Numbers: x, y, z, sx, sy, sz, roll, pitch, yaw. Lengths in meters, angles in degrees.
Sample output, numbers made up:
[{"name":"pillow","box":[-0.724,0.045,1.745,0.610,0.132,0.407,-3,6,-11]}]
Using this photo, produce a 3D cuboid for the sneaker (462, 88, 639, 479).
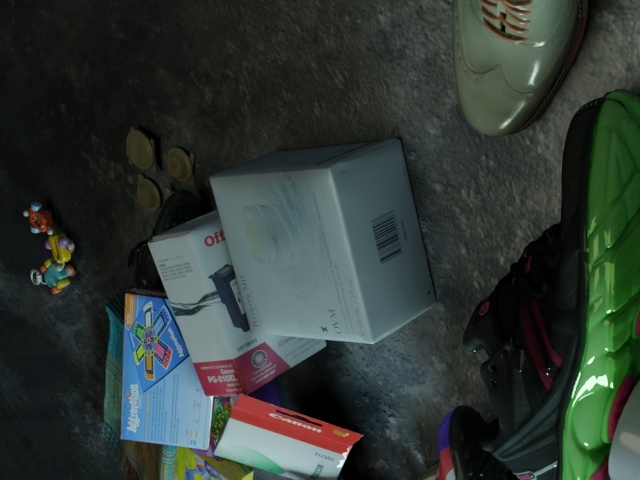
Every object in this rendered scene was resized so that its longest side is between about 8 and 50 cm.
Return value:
[{"name":"sneaker","box":[0.245,0.076,1.017,0.202,0.185,0.482,23,122,33]}]

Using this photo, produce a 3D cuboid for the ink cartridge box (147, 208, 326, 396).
[{"name":"ink cartridge box","box":[-0.114,0.075,1.370,0.100,0.172,0.237,-11,101,45]}]

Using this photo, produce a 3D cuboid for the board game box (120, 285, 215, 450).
[{"name":"board game box","box":[-0.232,0.202,1.505,0.145,0.027,0.281,7,119,-2]}]

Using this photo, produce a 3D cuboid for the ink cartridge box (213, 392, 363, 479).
[{"name":"ink cartridge box","box":[-0.050,0.289,1.381,0.181,0.056,0.224,19,158,-3]}]

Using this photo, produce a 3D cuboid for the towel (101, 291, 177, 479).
[{"name":"towel","box":[-0.326,0.313,1.738,0.271,0.040,0.370,48,139,40]}]

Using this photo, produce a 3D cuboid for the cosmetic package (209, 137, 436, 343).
[{"name":"cosmetic package","box":[0.000,0.000,1.251,0.225,0.138,0.224,-1,108,46]}]

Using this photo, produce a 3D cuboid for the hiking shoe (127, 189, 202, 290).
[{"name":"hiking shoe","box":[-0.254,0.020,1.503,0.114,0.086,0.226,31,110,38]}]

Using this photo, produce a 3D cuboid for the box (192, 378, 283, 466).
[{"name":"box","box":[-0.161,0.216,1.568,0.201,0.057,0.293,1,109,45]}]

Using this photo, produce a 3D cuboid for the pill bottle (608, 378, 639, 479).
[{"name":"pill bottle","box":[0.432,0.228,0.922,0.283,0.161,0.161,21,123,36]}]

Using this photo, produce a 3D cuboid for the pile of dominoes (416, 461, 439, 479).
[{"name":"pile of dominoes","box":[0.232,0.405,1.309,0.251,0.040,0.196,50,132,3]}]

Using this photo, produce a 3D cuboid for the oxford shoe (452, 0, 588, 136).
[{"name":"oxford shoe","box":[0.177,-0.246,0.919,0.141,0.146,0.396,20,136,20]}]

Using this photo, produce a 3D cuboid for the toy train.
[{"name":"toy train","box":[-0.497,0.014,1.811,0.125,0.046,0.166,27,123,35]}]

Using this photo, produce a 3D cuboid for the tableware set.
[{"name":"tableware set","box":[-0.248,-0.095,1.532,0.169,0.020,0.141,25,126,32]}]

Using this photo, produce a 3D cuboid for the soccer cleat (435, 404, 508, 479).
[{"name":"soccer cleat","box":[0.178,0.349,1.221,0.117,0.108,0.318,-3,115,33]}]

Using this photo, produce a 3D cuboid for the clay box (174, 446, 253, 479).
[{"name":"clay box","box":[-0.193,0.412,1.698,0.222,0.053,0.127,30,128,31]}]
